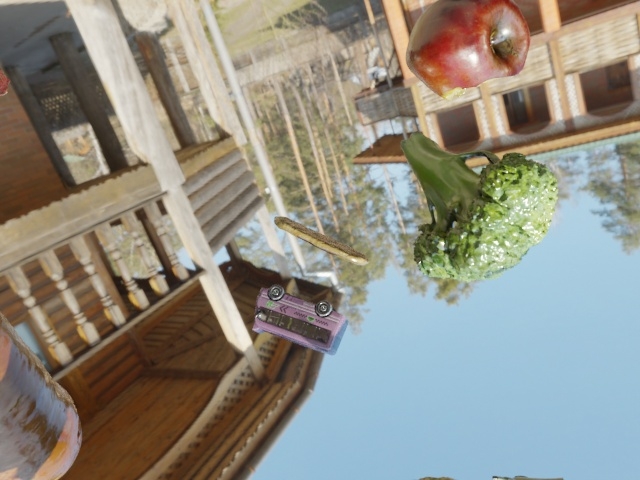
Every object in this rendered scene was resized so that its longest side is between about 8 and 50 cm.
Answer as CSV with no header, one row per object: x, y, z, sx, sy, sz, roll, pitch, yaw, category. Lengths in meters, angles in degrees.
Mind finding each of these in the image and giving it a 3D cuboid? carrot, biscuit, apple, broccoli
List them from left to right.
-0.224,0.123,0.350,0.087,0.193,0.087,5,-128,-6,carrot
0.000,0.000,0.696,0.147,0.018,0.071,24,-172,6,biscuit
0.200,-0.285,0.726,0.158,0.147,0.156,16,-105,58,apple
0.269,-0.044,0.898,0.186,0.254,0.302,6,-165,-21,broccoli

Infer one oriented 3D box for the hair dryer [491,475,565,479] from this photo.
0.500,0.579,1.194,0.167,0.199,0.067,-15,-132,15,hair dryer

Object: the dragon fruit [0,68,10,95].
-0.661,-0.306,0.754,0.152,0.317,0.205,-16,-134,2,dragon fruit

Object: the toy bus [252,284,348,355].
-0.042,0.155,0.971,0.178,0.098,0.087,17,166,17,toy bus

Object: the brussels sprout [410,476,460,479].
0.196,0.580,0.774,0.276,0.315,0.371,-34,-154,47,brussels sprout
